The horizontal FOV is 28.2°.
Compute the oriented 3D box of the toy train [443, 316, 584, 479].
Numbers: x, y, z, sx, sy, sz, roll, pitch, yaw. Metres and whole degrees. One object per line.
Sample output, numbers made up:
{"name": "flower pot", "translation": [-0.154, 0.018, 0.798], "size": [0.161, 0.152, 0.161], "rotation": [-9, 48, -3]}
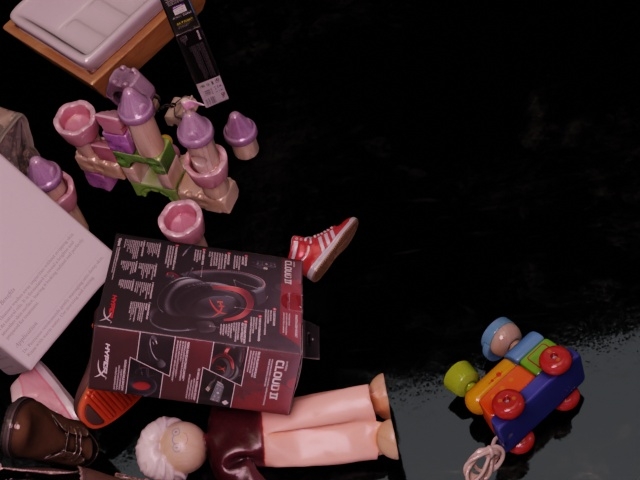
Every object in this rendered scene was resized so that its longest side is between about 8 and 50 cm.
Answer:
{"name": "toy train", "translation": [0.214, 0.212, 1.666], "size": [0.248, 0.105, 0.143], "rotation": [-40, 48, -16]}

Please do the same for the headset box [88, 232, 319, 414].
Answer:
{"name": "headset box", "translation": [-0.144, 0.110, 1.684], "size": [0.293, 0.110, 0.218], "rotation": [8, 32, -7]}

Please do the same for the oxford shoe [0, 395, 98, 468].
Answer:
{"name": "oxford shoe", "translation": [-0.348, 0.254, 1.665], "size": [0.096, 0.227, 0.082], "rotation": [8, 78, 13]}

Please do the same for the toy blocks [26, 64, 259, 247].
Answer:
{"name": "toy blocks", "translation": [-0.264, -0.161, 1.906], "size": [0.289, 0.260, 0.309], "rotation": [12, 60, 19]}

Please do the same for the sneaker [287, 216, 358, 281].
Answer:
{"name": "sneaker", "translation": [0.000, 0.000, 1.879], "size": [0.067, 0.042, 0.118], "rotation": [31, 69, 24]}

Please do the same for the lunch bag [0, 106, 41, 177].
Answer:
{"name": "lunch bag", "translation": [-0.608, -0.087, 1.980], "size": [0.235, 0.169, 0.287], "rotation": [20, 58, 22]}

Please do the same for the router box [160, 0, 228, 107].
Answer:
{"name": "router box", "translation": [-0.207, -0.321, 2.051], "size": [0.046, 0.179, 0.133], "rotation": [-22, 55, -2]}

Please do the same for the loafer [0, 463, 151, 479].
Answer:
{"name": "loafer", "translation": [-0.282, 0.363, 1.635], "size": [0.366, 0.130, 0.133], "rotation": [2, 58, 13]}

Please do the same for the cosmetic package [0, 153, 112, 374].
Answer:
{"name": "cosmetic package", "translation": [-0.502, -0.011, 1.788], "size": [0.385, 0.156, 0.217], "rotation": [44, 67, -12]}

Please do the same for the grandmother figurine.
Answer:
{"name": "grandmother figurine", "translation": [-0.076, 0.254, 1.691], "size": [0.342, 0.104, 0.207], "rotation": [-10, 46, 1]}

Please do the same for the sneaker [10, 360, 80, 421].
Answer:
{"name": "sneaker", "translation": [-0.388, 0.233, 1.795], "size": [0.070, 0.051, 0.134], "rotation": [-42, 59, -9]}

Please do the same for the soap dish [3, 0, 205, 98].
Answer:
{"name": "soap dish", "translation": [-0.355, -0.389, 2.164], "size": [0.229, 0.118, 0.291], "rotation": [32, 67, 27]}

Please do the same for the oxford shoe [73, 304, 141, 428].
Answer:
{"name": "oxford shoe", "translation": [-0.287, 0.149, 1.817], "size": [0.098, 0.097, 0.271], "rotation": [3, 49, 33]}
